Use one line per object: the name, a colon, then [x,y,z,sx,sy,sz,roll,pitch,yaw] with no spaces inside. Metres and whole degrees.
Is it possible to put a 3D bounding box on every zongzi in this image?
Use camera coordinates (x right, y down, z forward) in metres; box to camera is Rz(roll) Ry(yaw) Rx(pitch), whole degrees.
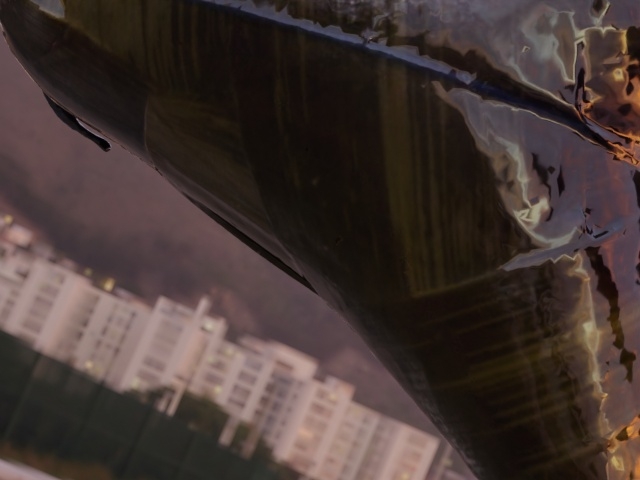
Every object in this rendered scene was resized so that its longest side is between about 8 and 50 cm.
zongzi: [0.000,0.000,0.824,0.403,0.432,0.208,2,-13,18]
